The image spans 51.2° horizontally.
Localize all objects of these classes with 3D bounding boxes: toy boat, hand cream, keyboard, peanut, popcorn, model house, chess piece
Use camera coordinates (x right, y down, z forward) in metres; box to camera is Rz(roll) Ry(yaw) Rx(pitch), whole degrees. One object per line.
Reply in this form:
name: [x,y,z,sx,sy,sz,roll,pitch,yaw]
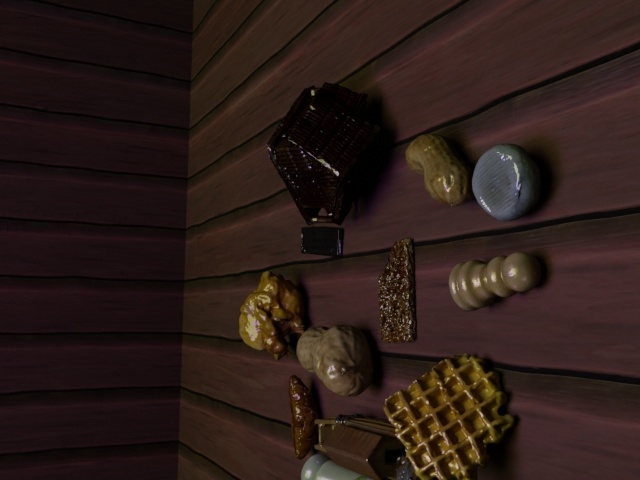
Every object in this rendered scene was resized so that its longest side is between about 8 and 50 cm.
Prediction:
toy boat: [0.108,0.466,1.479,0.445,0.162,0.136,-12,79,63]
hand cream: [0.089,0.590,1.537,0.305,0.093,0.147,14,102,38]
keyboard: [0.000,0.000,1.918,0.250,0.017,0.087,3,90,64]
peanut: [0.041,0.283,1.673,0.159,0.143,0.291,-52,20,-8]
popcorn: [-0.148,0.229,1.997,0.191,0.190,0.254,126,136,-57]
peanut: [0.243,-0.150,1.367,0.103,0.098,0.229,-43,40,17]
model house: [0.055,-0.230,1.680,0.282,0.297,0.317,-5,44,54]
chess piece: [0.322,0.070,1.201,0.170,0.094,0.094,-22,67,53]

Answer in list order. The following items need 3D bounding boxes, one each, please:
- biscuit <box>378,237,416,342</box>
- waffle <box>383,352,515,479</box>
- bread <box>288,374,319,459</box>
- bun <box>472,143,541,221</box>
biscuit: [0.173,0.117,1.545,0.131,0.026,0.237,-16,73,60]
waffle: [0.250,0.336,1.232,0.229,0.057,0.219,-37,46,12]
bread: [-0.045,0.493,1.875,0.105,0.075,0.233,148,115,-72]
bun: [0.338,-0.105,1.186,0.140,0.083,0.141,25,119,59]
